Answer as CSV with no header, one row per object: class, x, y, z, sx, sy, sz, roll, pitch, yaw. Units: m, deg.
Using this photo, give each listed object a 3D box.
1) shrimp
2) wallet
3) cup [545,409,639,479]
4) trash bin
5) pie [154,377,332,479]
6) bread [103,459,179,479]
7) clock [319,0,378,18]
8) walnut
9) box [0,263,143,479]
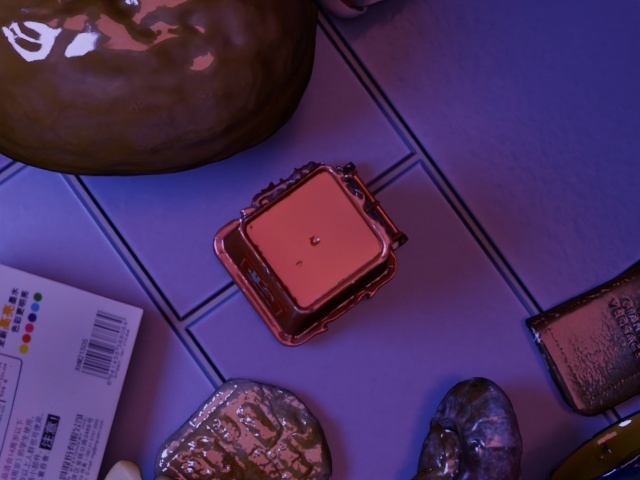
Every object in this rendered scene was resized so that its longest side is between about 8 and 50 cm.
shrimp,0.154,0.314,1.366,0.116,0.145,0.343,3,96,-39
wallet,0.370,0.093,1.445,0.255,0.031,0.137,-27,87,-6
cup,0.352,0.334,1.385,0.178,0.255,0.256,-31,90,-43
trash bin,0.000,0.000,1.326,0.184,0.238,0.161,-36,88,-7
pie,-0.080,0.251,1.396,0.195,0.046,0.195,0,84,-2
bread,-0.099,0.354,1.299,0.311,0.121,0.173,23,69,0
clock,0.066,-0.320,1.401,0.162,0.166,0.093,-35,87,-13
walnut,-0.201,-0.231,1.305,0.398,0.308,0.354,2,52,-4
box,-0.321,0.166,1.313,0.221,0.091,0.274,23,76,-31
